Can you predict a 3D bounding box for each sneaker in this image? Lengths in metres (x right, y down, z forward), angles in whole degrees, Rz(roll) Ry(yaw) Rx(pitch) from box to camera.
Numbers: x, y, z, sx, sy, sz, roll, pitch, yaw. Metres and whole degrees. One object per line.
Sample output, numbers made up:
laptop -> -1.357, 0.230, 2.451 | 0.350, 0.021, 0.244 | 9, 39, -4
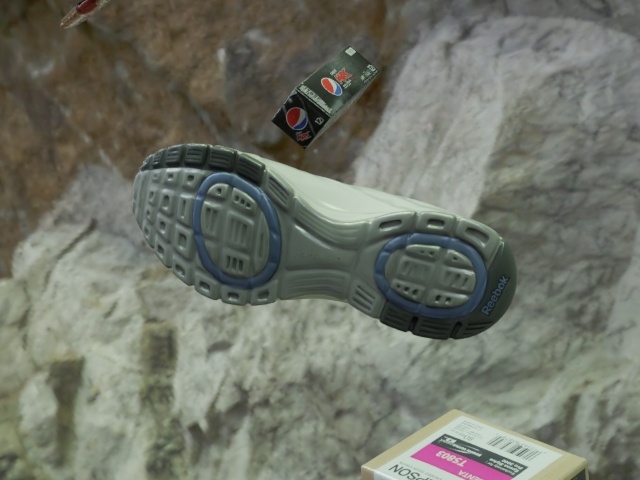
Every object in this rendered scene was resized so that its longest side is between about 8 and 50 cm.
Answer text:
sneaker -> 0.000, 0.000, 0.766 | 0.297, 0.129, 0.111 | 18, -80, 9

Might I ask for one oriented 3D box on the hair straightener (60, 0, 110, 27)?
hair straightener -> -0.183, -0.208, 0.738 | 0.089, 0.047, 0.230 | 56, -12, -18

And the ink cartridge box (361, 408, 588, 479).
ink cartridge box -> 0.201, 0.325, 1.324 | 0.234, 0.193, 0.088 | 14, -63, 46

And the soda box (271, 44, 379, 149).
soda box -> 0.008, -0.173, 1.202 | 0.053, 0.169, 0.060 | 41, -54, 0
